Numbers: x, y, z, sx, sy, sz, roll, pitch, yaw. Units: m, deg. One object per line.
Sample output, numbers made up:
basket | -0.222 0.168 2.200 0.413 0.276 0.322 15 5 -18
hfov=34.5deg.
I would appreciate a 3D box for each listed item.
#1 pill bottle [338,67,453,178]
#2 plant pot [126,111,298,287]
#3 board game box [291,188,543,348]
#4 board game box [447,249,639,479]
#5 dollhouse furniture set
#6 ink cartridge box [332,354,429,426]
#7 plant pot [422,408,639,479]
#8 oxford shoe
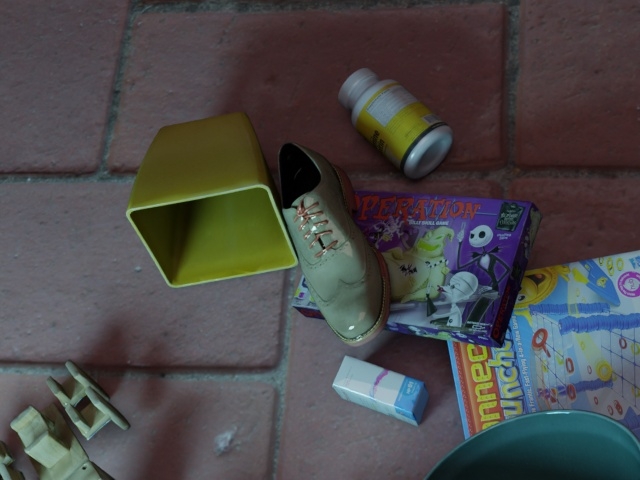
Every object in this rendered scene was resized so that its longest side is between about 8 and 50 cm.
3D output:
pill bottle | 0.115 -0.190 1.630 0.103 0.103 0.184 -42 66 -7
plant pot | -0.163 -0.075 1.594 0.212 0.212 0.187 -10 53 7
board game box | 0.132 0.031 1.496 0.347 0.056 0.208 5 63 39
board game box | 0.339 0.190 1.439 0.302 0.086 0.308 -11 66 6
dollhouse furniture set | -0.362 0.343 1.513 0.212 0.161 0.242 -42 45 -8
ink cartridge box | 0.088 0.215 1.477 0.122 0.088 0.052 17 72 17
plant pot | 0.275 0.370 1.231 0.293 0.196 0.293 -23 22 10
oxford shoe | 0.000 0.000 1.492 0.123 0.130 0.348 -35 48 15
